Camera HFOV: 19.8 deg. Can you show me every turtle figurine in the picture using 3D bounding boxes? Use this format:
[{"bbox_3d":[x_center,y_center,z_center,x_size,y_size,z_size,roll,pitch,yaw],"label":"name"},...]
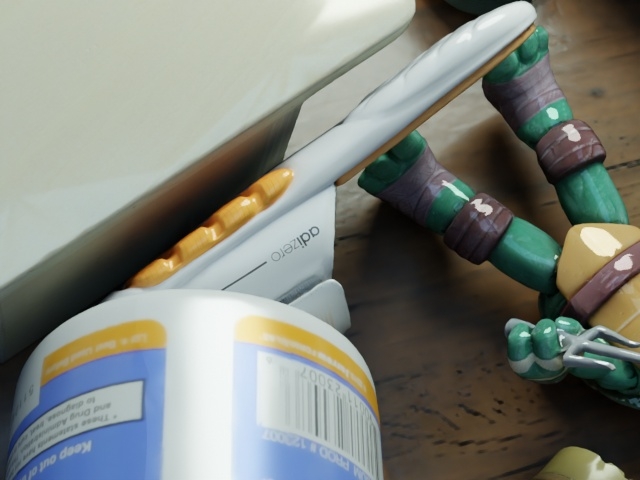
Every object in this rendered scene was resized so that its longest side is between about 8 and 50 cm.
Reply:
[{"bbox_3d":[0.137,0.017,0.834,0.175,0.118,0.234,-34,67,-28],"label":"turtle figurine"}]

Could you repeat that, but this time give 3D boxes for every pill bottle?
[{"bbox_3d":[-0.048,0.166,0.680,0.152,0.152,0.272,6,50,-10],"label":"pill bottle"}]

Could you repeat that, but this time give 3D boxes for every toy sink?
[{"bbox_3d":[-0.099,-0.074,0.810,0.234,0.131,0.153,-35,81,-16],"label":"toy sink"}]

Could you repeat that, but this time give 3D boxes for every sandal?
[{"bbox_3d":[0.001,0.000,0.785,0.265,0.102,0.076,-37,93,3],"label":"sandal"}]

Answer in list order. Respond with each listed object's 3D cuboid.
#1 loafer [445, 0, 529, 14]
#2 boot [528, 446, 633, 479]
[{"bbox_3d":[0.051,-0.246,0.929,0.096,0.084,0.267,-22,76,-18],"label":"loafer"},{"bbox_3d":[0.099,0.250,0.759,0.236,0.089,0.269,37,66,17],"label":"boot"}]
